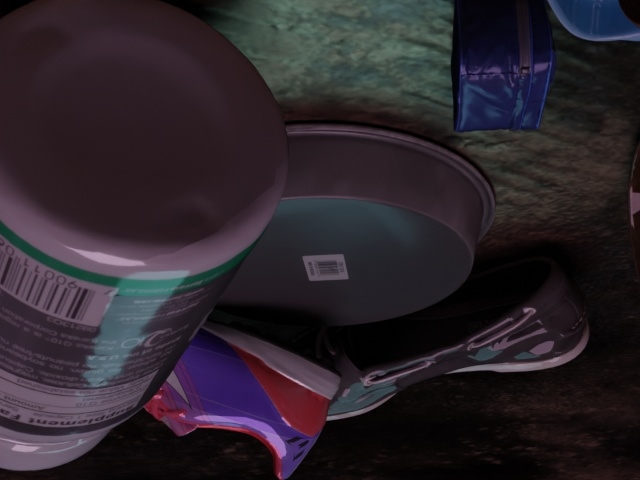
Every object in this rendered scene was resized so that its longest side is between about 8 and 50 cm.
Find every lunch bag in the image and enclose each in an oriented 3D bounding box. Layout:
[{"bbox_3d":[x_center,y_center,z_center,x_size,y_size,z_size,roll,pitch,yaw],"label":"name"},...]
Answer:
[{"bbox_3d":[0.118,-0.111,0.779,0.065,0.067,0.098,-1,155,3],"label":"lunch bag"}]

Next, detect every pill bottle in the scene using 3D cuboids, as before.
[{"bbox_3d":[-0.174,0.016,0.849,0.204,0.204,0.361,10,146,-20],"label":"pill bottle"}]

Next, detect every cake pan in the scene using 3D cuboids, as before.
[{"bbox_3d":[0.000,0.000,1.020,0.293,0.054,0.293,0,153,0],"label":"cake pan"}]

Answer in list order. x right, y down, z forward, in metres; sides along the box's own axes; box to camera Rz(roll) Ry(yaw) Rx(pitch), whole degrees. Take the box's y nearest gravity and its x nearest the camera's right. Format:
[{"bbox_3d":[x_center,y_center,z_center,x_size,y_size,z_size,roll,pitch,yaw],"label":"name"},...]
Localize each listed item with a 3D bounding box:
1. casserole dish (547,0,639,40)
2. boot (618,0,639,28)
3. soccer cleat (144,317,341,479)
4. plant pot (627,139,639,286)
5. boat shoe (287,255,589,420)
[{"bbox_3d":[0.173,-0.176,0.682,0.114,0.037,0.188,-12,152,23],"label":"casserole dish"},{"bbox_3d":[0.260,-0.160,0.622,0.219,0.082,0.106,-33,152,15],"label":"boot"},{"bbox_3d":[-0.144,0.106,1.085,0.318,0.116,0.108,22,172,-3],"label":"soccer cleat"},{"bbox_3d":[0.372,-0.001,0.881,0.230,0.215,0.215,-13,154,-6],"label":"plant pot"},{"bbox_3d":[0.081,0.084,1.148,0.335,0.112,0.095,-14,133,16],"label":"boat shoe"}]
